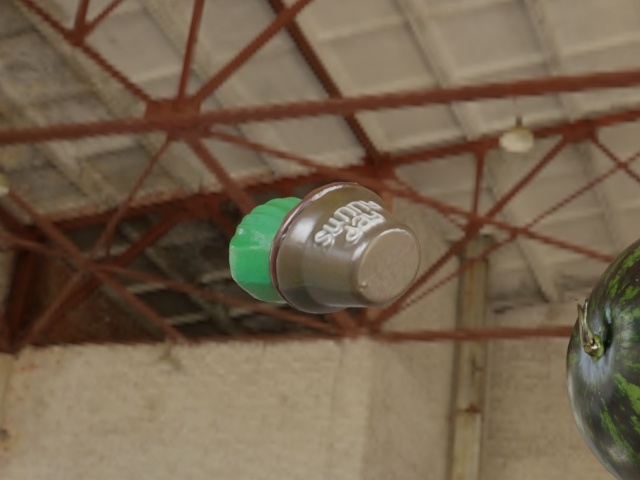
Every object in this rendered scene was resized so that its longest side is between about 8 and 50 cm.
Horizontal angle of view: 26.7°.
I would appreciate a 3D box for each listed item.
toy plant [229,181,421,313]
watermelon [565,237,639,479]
[{"bbox_3d":[0.000,0.000,1.140,0.200,0.143,0.105,19,-41,51],"label":"toy plant"},{"bbox_3d":[0.342,0.115,1.165,0.268,0.269,0.269,5,-26,3],"label":"watermelon"}]
